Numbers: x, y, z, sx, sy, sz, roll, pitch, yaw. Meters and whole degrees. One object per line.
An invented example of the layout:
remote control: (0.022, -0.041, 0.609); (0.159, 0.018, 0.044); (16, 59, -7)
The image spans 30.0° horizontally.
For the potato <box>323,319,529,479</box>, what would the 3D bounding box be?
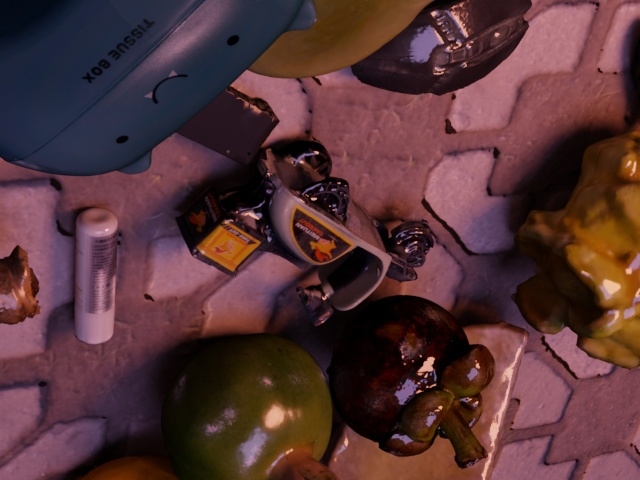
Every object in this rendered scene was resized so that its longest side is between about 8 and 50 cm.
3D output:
potato: (0.124, 0.214, 1.435); (0.211, 0.189, 0.264); (51, 55, -78)

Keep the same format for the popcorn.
popcorn: (0.343, 0.016, 1.300); (0.258, 0.224, 0.270); (31, 118, -23)

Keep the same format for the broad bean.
broad bean: (0.020, -0.235, 0.984); (0.263, 0.121, 0.189); (-34, 131, 4)

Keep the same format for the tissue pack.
tissue pack: (-0.147, -0.184, 0.867); (0.287, 0.198, 0.206); (-39, 134, 19)

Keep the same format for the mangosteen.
mangosteen: (0.100, 0.140, 1.264); (0.172, 0.184, 0.172); (-16, 109, -60)

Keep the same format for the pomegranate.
pomegranate: (-0.058, 0.204, 1.230); (0.187, 0.225, 0.187); (-27, 139, -26)

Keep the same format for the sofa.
sofa: (-0.099, -0.118, 1.072); (0.118, 0.039, 0.060); (24, 114, -40)

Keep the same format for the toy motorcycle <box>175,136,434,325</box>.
toy motorcycle: (0.000, 0.000, 1.190); (0.157, 0.091, 0.263); (-43, 135, 15)

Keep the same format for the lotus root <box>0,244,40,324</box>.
lotus root: (-0.386, 0.054, 0.982); (0.303, 0.146, 0.130); (-13, 133, -14)

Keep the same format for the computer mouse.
computer mouse: (0.117, -0.187, 1.115); (0.192, 0.062, 0.105); (-15, 132, -16)

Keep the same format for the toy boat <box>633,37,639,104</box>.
toy boat: (0.363, -0.175, 1.263); (0.055, 0.060, 0.141); (-28, 131, -3)

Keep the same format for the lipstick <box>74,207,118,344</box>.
lipstick: (-0.213, 0.034, 1.133); (0.040, 0.040, 0.141); (-8, 129, -23)

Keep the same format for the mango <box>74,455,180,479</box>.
mango: (-0.179, 0.346, 1.346); (0.187, 0.138, 0.257); (-40, 139, -10)
